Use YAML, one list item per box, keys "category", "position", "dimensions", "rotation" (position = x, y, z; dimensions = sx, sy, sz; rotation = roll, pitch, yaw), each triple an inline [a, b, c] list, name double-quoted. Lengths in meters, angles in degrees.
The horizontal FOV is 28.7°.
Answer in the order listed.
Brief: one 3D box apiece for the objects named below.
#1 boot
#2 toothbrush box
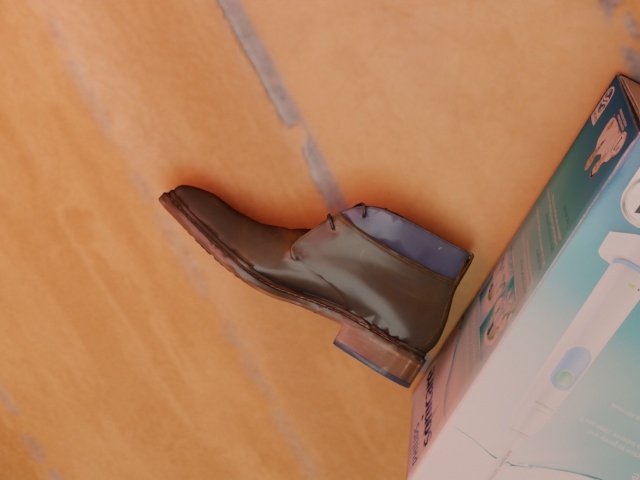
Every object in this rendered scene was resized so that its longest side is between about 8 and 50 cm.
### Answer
- category: "boot"
  position: [0.000, 0.000, 0.877]
  dimensions: [0.219, 0.082, 0.106]
  rotation: [34, 92, -4]
- category: "toothbrush box"
  position: [0.219, 0.075, 0.838]
  dimensions: [0.216, 0.126, 0.295]
  rotation: [26, 114, -5]
